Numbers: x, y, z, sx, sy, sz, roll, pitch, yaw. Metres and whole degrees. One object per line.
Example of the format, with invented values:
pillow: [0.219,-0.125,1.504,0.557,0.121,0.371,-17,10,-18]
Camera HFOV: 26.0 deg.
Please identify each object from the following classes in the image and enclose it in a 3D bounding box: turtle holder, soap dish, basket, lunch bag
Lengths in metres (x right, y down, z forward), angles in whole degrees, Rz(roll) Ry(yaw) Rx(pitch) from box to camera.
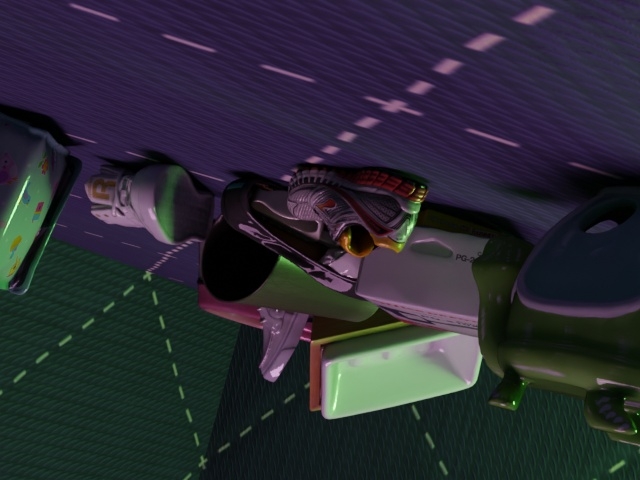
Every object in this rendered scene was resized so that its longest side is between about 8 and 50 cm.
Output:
turtle holder: [0.292,0.075,1.318,0.243,0.227,0.320,15,174,-10]
soap dish: [0.117,0.169,2.230,0.291,0.118,0.229,-11,146,-8]
basket: [-0.025,0.036,2.014,0.227,0.154,0.204,16,164,-35]
lunch bag: [-0.433,-0.050,1.864,0.160,0.223,0.262,22,174,5]

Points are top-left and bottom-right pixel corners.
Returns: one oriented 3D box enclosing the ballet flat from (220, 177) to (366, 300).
ballet flat: [0.000,0.000,1.811,0.280,0.095,0.096,25,156,-13]

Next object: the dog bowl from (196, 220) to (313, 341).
dog bowl: [-0.037,0.092,2.449,0.408,0.150,0.408,14,173,2]

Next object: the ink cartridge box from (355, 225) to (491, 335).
ink cartridge box: [0.161,0.055,1.725,0.172,0.100,0.237,10,172,20]

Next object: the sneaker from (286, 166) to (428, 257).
sneaker: [0.027,-0.031,1.581,0.088,0.092,0.225,19,172,-31]

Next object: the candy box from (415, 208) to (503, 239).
candy box: [0.148,-0.007,1.782,0.105,0.027,0.206,19,172,-13]

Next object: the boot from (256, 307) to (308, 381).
boot: [-0.076,0.094,2.211,0.123,0.258,0.095,22,-165,-6]

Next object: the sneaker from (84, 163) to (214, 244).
sneaker: [-0.262,-0.055,1.941,0.169,0.108,0.292,11,174,9]
